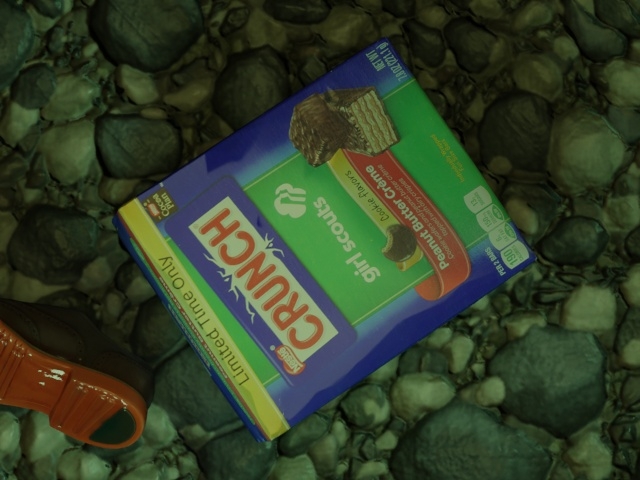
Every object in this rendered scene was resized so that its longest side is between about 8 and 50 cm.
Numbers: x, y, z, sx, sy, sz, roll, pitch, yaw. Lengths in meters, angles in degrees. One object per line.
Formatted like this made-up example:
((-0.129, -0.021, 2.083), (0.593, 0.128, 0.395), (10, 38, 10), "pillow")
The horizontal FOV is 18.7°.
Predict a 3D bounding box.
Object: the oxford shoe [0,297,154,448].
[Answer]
((-0.283, 0.100, 1.843), (0.271, 0.097, 0.098), (31, 36, -11), "oxford shoe")

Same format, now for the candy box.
((0.000, 0.000, 1.879), (0.317, 0.122, 0.268), (-34, 87, -10), "candy box")
